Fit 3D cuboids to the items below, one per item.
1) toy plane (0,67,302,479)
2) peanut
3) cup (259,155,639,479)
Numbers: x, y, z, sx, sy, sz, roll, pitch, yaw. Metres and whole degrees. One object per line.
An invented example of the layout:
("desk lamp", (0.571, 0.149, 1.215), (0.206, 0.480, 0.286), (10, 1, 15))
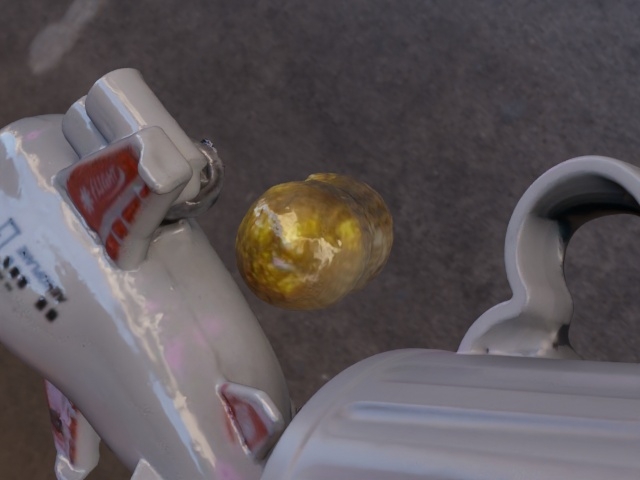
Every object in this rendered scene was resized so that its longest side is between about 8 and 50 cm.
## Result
("toy plane", (-0.096, 0.040, 0.577), (0.252, 0.118, 0.252), (29, 128, 47))
("peanut", (0.000, 0.000, 0.794), (0.087, 0.207, 0.087), (1, 96, 10))
("cup", (0.090, 0.092, 0.376), (0.202, 0.167, 0.221), (-7, 102, 48))
